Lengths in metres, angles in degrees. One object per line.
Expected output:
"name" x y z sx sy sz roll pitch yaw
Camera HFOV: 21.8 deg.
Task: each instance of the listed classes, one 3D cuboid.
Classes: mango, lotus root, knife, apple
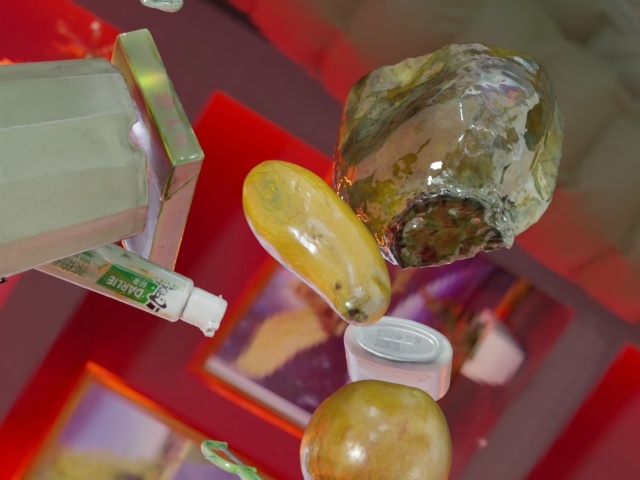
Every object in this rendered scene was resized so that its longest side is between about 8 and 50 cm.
"mango" 0.000 0.000 1.404 0.190 0.098 0.075 48 119 31
"lotus root" 0.121 -0.095 1.867 0.267 0.149 0.260 -10 34 21
"knife" -0.072 0.257 1.748 0.212 0.054 0.015 33 102 52
"apple" 0.063 0.233 1.858 0.182 0.182 0.155 -34 31 61

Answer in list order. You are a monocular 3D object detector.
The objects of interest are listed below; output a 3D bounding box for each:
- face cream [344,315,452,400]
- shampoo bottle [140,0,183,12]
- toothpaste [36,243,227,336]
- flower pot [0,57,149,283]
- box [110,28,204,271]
"face cream" 0.103 0.174 2.218 0.291 0.144 0.071 86 -163 -71
"shampoo bottle" -0.058 -0.241 1.126 0.204 0.065 0.065 -52 15 26
"toothpaste" -0.252 0.021 1.820 0.056 0.314 0.058 128 163 -57
"flower pot" -0.316 -0.067 1.640 0.290 0.259 0.290 170 90 -69
"box" -0.200 -0.083 1.887 0.311 0.043 0.173 114 136 -60
